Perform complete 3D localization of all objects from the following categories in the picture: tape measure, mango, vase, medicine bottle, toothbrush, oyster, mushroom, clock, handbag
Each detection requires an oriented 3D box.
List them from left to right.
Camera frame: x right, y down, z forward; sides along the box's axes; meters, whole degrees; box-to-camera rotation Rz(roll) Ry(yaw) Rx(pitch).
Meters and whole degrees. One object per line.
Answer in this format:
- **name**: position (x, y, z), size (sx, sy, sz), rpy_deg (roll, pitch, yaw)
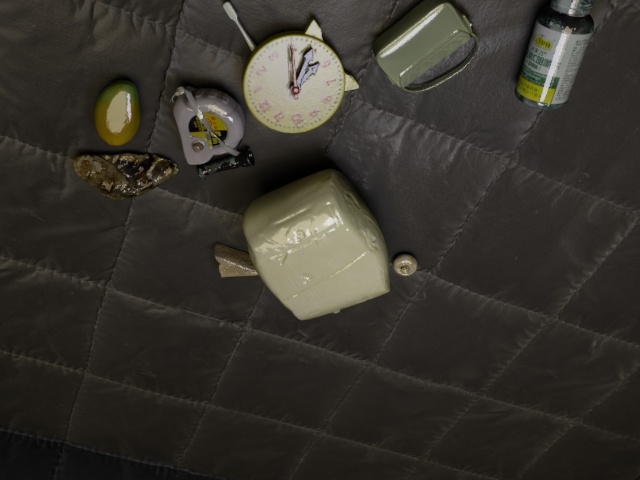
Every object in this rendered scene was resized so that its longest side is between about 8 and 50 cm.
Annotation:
- **mango**: position (-0.564, -0.358, 1.763), size (0.130, 0.092, 0.195), rpy_deg (25, 120, -16)
- **oyster**: position (-0.578, -0.202, 1.892), size (0.294, 0.094, 0.166), rpy_deg (-12, 119, 2)
- **tape measure**: position (-0.307, -0.326, 1.764), size (0.197, 0.120, 0.236), rpy_deg (0, 133, 8)
- **vase**: position (-0.283, -0.226, 1.882), size (0.166, 0.059, 0.059), rpy_deg (-14, 127, 12)
- **toothbrush**: position (-0.161, -0.487, 1.693), size (0.025, 0.030, 0.342), rpy_deg (-23, 124, 18)
- **clock**: position (-0.066, -0.418, 1.694), size (0.293, 0.071, 0.277), rpy_deg (-37, 123, 17)
- **mushroom**: position (0.282, 0.084, 2.110), size (0.083, 0.067, 0.084), rpy_deg (5, 127, 6)
- **handbag**: position (0.282, -0.500, 1.656), size (0.256, 0.079, 0.219), rpy_deg (-32, 132, 24)
- **medicine bottle**: position (0.602, -0.493, 1.609), size (0.141, 0.141, 0.293), rpy_deg (5, 128, -3)

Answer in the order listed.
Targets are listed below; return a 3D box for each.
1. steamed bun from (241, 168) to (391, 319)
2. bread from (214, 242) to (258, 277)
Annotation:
- **steamed bun**: position (0.000, 0.000, 1.915), size (0.371, 0.290, 0.456), rpy_deg (-22, 127, 10)
- **bread**: position (-0.268, 0.062, 2.096), size (0.152, 0.077, 0.105), rpy_deg (-6, 129, 4)
